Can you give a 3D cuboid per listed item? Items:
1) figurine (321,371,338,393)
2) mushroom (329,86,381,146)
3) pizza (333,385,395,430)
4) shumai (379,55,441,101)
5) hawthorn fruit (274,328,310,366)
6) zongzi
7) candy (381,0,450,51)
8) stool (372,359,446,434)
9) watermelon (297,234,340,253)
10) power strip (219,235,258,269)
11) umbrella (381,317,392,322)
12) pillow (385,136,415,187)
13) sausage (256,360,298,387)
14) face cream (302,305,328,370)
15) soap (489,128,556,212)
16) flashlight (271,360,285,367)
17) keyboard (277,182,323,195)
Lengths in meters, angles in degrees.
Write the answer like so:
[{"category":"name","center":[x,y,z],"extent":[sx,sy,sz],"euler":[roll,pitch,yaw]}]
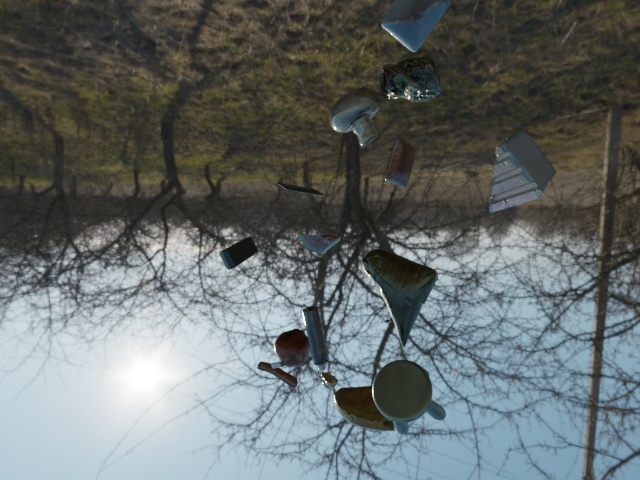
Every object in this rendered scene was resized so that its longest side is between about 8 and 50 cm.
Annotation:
[{"category":"figurine","center":[0.030,0.517,1.469],"extent":[0.047,0.051,0.083],"euler":[2,-173,-26]},{"category":"mushroom","center":[0.169,-0.523,1.740],"extent":[0.243,0.244,0.243],"euler":[1,-175,0]},{"category":"pizza","center":[0.162,0.657,1.578],"extent":[0.268,0.087,0.258],"euler":[-6,-176,14]},{"category":"shumai","center":[0.361,-0.659,1.698],"extent":[0.218,0.189,0.256],"euler":[-21,-160,-14]},{"category":"hawthorn fruit","center":[-0.132,0.535,1.961],"extent":[0.179,0.200,0.179],"euler":[-3,-162,1]},{"category":"zongzi","center":[0.298,0.238,1.754],"extent":[0.323,0.361,0.160],"euler":[23,-168,26]},{"category":"candy","center":[0.277,-0.663,1.181],"extent":[0.138,0.174,0.071],"euler":[33,-167,-12]},{"category":"stool","center":[0.298,0.523,1.359],"extent":[0.195,0.195,0.199],"euler":[-28,138,12]},{"category":"watermelon","center":[-0.004,0.006,1.695],"extent":[0.180,0.094,0.081],"euler":[-2,-131,-6]},{"category":"power strip","center":[-0.424,0.063,2.130],"extent":[0.070,0.105,0.256],"euler":[-20,-171,27]},{"category":"umbrella","center":[0.376,0.422,2.153],"extent":[0.022,0.022,0.148],"euler":[29,146,-27]},{"category":"pillow","center":[0.326,-0.319,1.674],"extent":[0.075,0.179,0.171],"euler":[15,-177,39]},{"category":"sausage","center":[-0.169,0.530,1.609],"extent":[0.176,0.047,0.040],"euler":[28,-148,5]},{"category":"face cream","center":[-0.019,0.431,1.780],"extent":[0.073,0.284,0.073],"euler":[-11,-174,1]},{"category":"soap","center":[0.735,-0.271,1.618],"extent":[0.159,0.258,0.302],"euler":[-45,-174,-21]},{"category":"flashlight","center":[-0.150,0.442,1.444],"extent":[0.018,0.018,0.083],"euler":[-27,176,-36]},{"category":"keyboard","center":[-0.068,-0.183,1.445],"extent":[0.063,0.010,0.198],"euler":[32,-162,32]}]
